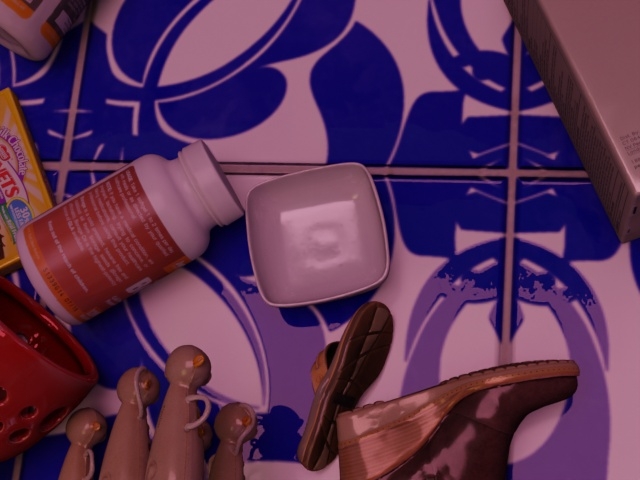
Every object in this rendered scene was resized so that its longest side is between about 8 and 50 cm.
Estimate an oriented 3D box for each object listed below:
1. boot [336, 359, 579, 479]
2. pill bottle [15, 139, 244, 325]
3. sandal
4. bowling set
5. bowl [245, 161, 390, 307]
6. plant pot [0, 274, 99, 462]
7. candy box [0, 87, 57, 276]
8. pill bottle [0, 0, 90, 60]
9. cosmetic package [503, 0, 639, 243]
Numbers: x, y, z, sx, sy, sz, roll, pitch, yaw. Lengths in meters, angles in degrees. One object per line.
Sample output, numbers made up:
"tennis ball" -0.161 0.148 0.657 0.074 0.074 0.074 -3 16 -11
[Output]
"boot" 0.148 0.232 1.053 0.248 0.090 0.206 -18 83 4
"pill bottle" -0.194 -0.013 1.158 0.216 0.121 0.121 -29 70 2
"sandal" 0.015 0.139 1.107 0.049 0.072 0.180 20 82 38
"bowling set" -0.123 0.210 1.077 0.287 0.200 0.154 -21 57 50
"bowl" 0.000 0.000 1.152 0.142 0.053 0.142 -13 71 7
"plant pot" -0.347 0.138 1.108 0.191 0.191 0.174 42 88 19
"candy box" -0.362 -0.065 1.257 0.105 0.027 0.206 -25 71 -1
"pill bottle" -0.302 -0.356 1.263 0.162 0.162 0.278 31 81 18
"cosmetic package" 0.285 -0.170 1.093 0.113 0.160 0.309 -21 72 3
